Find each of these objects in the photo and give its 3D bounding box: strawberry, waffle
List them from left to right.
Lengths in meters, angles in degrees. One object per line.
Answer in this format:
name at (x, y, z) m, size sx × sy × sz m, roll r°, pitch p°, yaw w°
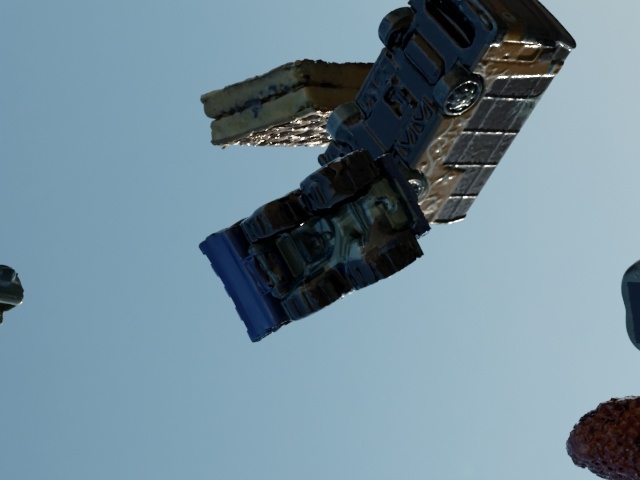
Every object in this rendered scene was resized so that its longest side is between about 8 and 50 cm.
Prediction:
waffle at (-0.003, -0.205, 2.089) m, size 0.308 × 0.213 × 0.091 m, roll -7°, pitch -96°, yaw -52°
strawberry at (0.254, 0.170, 1.146) m, size 0.096 × 0.083 × 0.083 m, roll -7°, pitch -134°, yaw -12°

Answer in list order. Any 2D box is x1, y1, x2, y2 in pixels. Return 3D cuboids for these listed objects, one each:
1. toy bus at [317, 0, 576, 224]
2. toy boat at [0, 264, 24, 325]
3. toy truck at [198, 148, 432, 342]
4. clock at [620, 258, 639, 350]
toy bus at (0.156, -0.177, 1.723) m, size 0.194 × 0.323 × 0.162 m, roll -2°, pitch -136°, yaw -41°
toy boat at (-0.471, 0.106, 1.815) m, size 0.088 × 0.215 × 0.102 m, roll 15°, pitch -118°, yaw -45°
toy truck at (0.000, 0.000, 1.253) m, size 0.126 × 0.208 × 0.113 m, roll -29°, pitch -89°, yaw -55°
clock at (0.459, 0.036, 1.615) m, size 0.243 × 0.147 × 0.199 m, roll -29°, pitch -72°, yaw -44°
